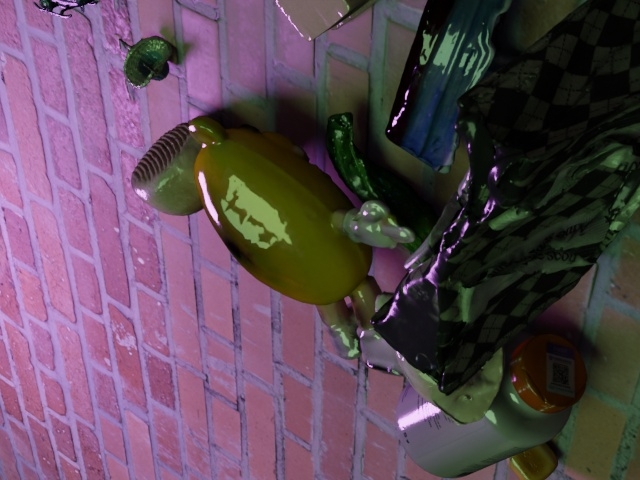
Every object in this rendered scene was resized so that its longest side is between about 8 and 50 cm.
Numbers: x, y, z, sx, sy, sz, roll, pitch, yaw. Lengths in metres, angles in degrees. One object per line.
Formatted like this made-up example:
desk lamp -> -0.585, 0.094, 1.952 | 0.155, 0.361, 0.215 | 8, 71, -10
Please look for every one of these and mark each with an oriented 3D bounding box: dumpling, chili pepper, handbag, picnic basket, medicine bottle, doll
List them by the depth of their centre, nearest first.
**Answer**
handbag -> 0.214, -0.053, 1.318 | 0.180, 0.317, 0.416 | 43, 146, 18
dumpling -> 0.156, 0.128, 1.584 | 0.136, 0.118, 0.199 | -40, 88, 19
chili pepper -> 0.102, -0.047, 1.653 | 0.279, 0.065, 0.122 | 49, 176, 5
medicine bottle -> 0.231, 0.213, 1.701 | 0.157, 0.157, 0.289 | 48, 145, -1
doll -> 0.003, 0.022, 1.731 | 0.348, 0.161, 0.423 | 22, 148, 30
picnic basket -> -0.252, -0.258, 1.832 | 0.065, 0.083, 0.083 | 49, -168, 23

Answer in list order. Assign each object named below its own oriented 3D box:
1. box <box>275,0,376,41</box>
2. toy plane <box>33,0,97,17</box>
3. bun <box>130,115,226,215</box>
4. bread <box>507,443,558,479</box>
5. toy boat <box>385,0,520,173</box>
box -> 0.006, -0.296, 1.526 | 0.089, 0.062, 0.122 | 53, 146, -7
toy plane -> -0.403, -0.392, 1.878 | 0.235, 0.060, 0.096 | 21, 130, 28
bun -> -0.185, -0.101, 1.850 | 0.167, 0.173, 0.113 | -32, 115, 25
bread -> 0.286, 0.295, 1.811 | 0.103, 0.062, 0.049 | 48, -174, 0
toy boat -> 0.165, -0.179, 1.430 | 0.142, 0.129, 0.309 | 14, 141, -2
